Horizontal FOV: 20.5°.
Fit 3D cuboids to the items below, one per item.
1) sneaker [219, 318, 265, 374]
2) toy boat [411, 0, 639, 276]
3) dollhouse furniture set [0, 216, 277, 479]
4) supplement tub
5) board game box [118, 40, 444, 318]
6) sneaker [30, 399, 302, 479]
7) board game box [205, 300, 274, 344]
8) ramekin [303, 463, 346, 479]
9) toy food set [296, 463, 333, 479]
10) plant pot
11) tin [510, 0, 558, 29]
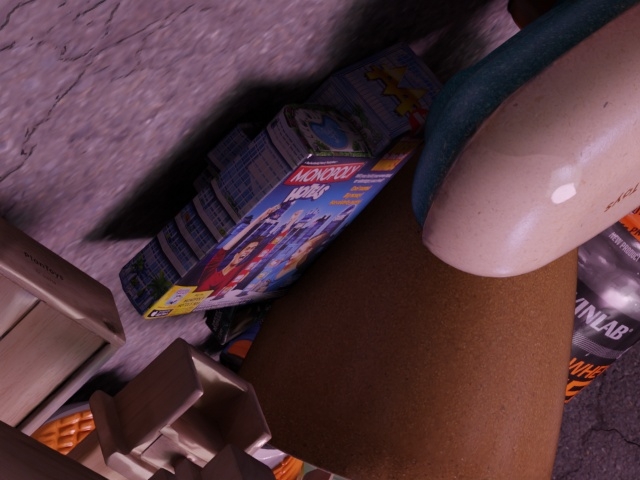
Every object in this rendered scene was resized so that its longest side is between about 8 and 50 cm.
[{"bbox_3d":[-0.030,0.106,1.507,0.087,0.083,0.221,-49,174,-13],"label":"sneaker"},{"bbox_3d":[0.172,-0.130,1.039,0.267,0.148,0.318,-30,158,-35],"label":"toy boat"},{"bbox_3d":[-0.142,0.165,0.775,0.174,0.355,0.303,-43,127,14],"label":"dollhouse furniture set"},{"bbox_3d":[0.167,0.047,1.549,0.338,0.207,0.207,-45,165,23],"label":"supplement tub"},{"bbox_3d":[-0.016,-0.041,1.090,0.194,0.060,0.194,-44,166,18],"label":"board game box"},{"bbox_3d":[-0.138,0.161,1.366,0.262,0.121,0.099,9,93,-47],"label":"sneaker"},{"bbox_3d":[0.000,0.000,1.339,0.186,0.026,0.126,-33,165,-23],"label":"board game box"},{"bbox_3d":[0.052,0.235,1.828,0.303,0.148,0.303,-56,170,-15],"label":"ramekin"},{"bbox_3d":[-0.078,0.206,1.477,0.192,0.038,0.132,0,-154,18],"label":"toy food set"},{"bbox_3d":[0.081,0.035,1.230,0.237,0.237,0.254,4,105,-71],"label":"plant pot"},{"bbox_3d":[0.207,-0.204,1.199,0.190,0.040,0.106,-43,162,16],"label":"tin"}]
